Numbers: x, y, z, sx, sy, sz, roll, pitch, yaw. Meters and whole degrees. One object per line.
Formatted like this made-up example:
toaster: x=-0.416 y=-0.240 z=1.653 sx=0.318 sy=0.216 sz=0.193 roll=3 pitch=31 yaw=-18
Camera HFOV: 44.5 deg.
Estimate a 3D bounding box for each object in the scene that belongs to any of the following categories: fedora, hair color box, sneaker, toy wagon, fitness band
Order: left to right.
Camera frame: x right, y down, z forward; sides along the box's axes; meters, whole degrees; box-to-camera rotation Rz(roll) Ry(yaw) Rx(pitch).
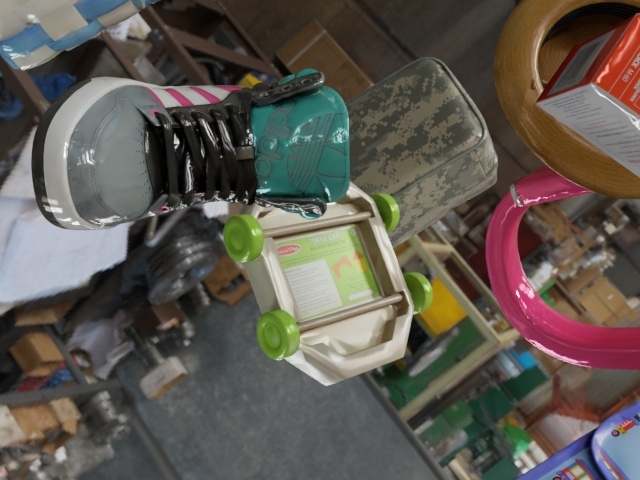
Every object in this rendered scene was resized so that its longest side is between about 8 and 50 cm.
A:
sneaker: x=-0.069 y=-0.067 z=0.603 sx=0.295 sy=0.178 sz=0.123 roll=-44 pitch=135 yaw=-68
toy wagon: x=0.000 y=0.000 z=0.985 sx=0.267 sy=0.344 sz=0.068 roll=-11 pitch=166 yaw=-44
fedora: x=0.226 y=-0.117 z=0.622 sx=0.194 sy=0.194 sz=0.079 roll=-37 pitch=174 yaw=-7
fitness band: x=0.279 y=0.021 z=0.708 sx=0.291 sy=0.209 sz=0.054 roll=-9 pitch=-162 yaw=46
hair color box: x=0.228 y=-0.063 z=0.483 sx=0.053 sy=0.167 sz=0.093 roll=-55 pitch=-175 yaw=0

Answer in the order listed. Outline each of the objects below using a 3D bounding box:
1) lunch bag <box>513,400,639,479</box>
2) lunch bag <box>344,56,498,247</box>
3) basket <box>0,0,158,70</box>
lunch bag: x=0.314 y=0.285 z=0.726 sx=0.293 sy=0.221 sz=0.138 roll=-31 pitch=148 yaw=-10
lunch bag: x=0.131 y=-0.109 z=1.279 sx=0.305 sy=0.212 sz=0.256 roll=-32 pitch=150 yaw=9
basket: x=-0.210 y=-0.262 z=0.447 sx=0.201 sy=0.254 sz=0.289 roll=-24 pitch=134 yaw=2
